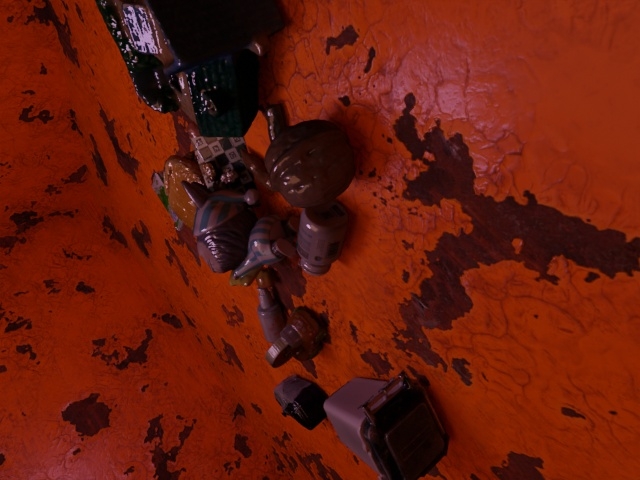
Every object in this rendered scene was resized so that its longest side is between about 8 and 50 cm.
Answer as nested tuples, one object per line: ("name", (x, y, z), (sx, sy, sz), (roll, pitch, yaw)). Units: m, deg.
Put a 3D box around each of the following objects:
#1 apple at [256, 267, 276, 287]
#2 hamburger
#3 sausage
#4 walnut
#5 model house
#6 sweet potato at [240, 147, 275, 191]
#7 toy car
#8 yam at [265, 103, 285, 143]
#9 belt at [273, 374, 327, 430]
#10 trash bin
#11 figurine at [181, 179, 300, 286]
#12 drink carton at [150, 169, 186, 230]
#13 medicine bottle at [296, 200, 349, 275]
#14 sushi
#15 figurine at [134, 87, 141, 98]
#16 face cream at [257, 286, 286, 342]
("apple", (-0.216, 0.147, 1.595), (0.084, 0.083, 0.071), (11, 115, 48))
("hamburger", (-0.484, -0.186, 1.603), (0.284, 0.174, 0.305), (46, 144, 15))
("sausage", (-0.388, -0.308, 1.478), (0.304, 0.078, 0.078), (53, 145, 9))
("walnut", (-0.028, -0.185, 0.983), (0.224, 0.224, 0.224), (31, 137, 35))
("model house", (-0.304, -0.471, 1.041), (0.342, 0.334, 0.382), (44, 153, 25))
("sweet potato", (-0.196, -0.225, 1.318), (0.218, 0.051, 0.065), (45, 147, 22))
("toy car", (-0.105, 0.381, 1.503), (0.145, 0.235, 0.235), (41, 142, 25))
("yam", (-0.111, -0.253, 1.183), (0.061, 0.061, 0.274), (15, 125, 46))
("belt", (-0.100, 0.719, 1.797), (0.289, 0.164, 0.184), (4, 123, 54))
("trash bin", (0.175, 0.557, 1.276), (0.296, 0.255, 0.367), (62, 154, -7))
("figurine", (-0.301, -0.053, 1.312), (0.377, 0.267, 0.361), (41, 139, -24))
("drink carton", (-0.676, -0.198, 1.897), (0.271, 0.108, 0.161), (58, 146, 3))
("medicine bottle", (0.000, 0.000, 1.159), (0.135, 0.135, 0.215), (40, 141, 26))
("sushi", (-0.331, -0.224, 1.399), (0.192, 0.043, 0.280), (-5, 117, 11))
("figurine", (-0.616, -0.580, 1.519), (0.126, 0.156, 0.114), (12, 103, 53))
("face cream", (-0.210, 0.298, 1.679), (0.101, 0.101, 0.252), (15, 126, 46))
